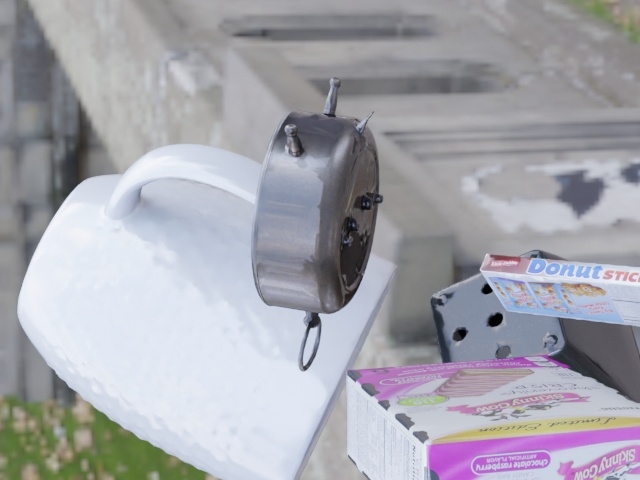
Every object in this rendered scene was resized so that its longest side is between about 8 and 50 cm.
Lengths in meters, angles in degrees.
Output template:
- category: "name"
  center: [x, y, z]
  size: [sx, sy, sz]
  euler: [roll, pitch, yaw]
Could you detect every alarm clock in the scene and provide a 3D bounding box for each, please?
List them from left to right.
- category: "alarm clock"
  center: [0.000, 0.000, 1.022]
  size: [0.129, 0.064, 0.192]
  euler: [-55, -27, -62]

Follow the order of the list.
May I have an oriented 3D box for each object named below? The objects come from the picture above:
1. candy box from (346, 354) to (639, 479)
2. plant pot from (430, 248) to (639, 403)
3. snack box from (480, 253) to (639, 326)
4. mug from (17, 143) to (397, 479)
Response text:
- category: "candy box"
  center: [0.116, 0.132, 1.032]
  size: [0.233, 0.159, 0.071]
  euler: [-150, 58, -77]
- category: "plant pot"
  center: [0.209, 0.119, 1.577]
  size: [0.167, 0.188, 0.187]
  euler: [46, -153, -44]
- category: "snack box"
  center: [0.226, 0.044, 1.333]
  size: [0.178, 0.064, 0.022]
  euler: [5, 57, 37]
- category: "mug"
  center: [-0.115, 0.049, 1.567]
  size: [0.374, 0.328, 0.276]
  euler: [110, -173, -49]
